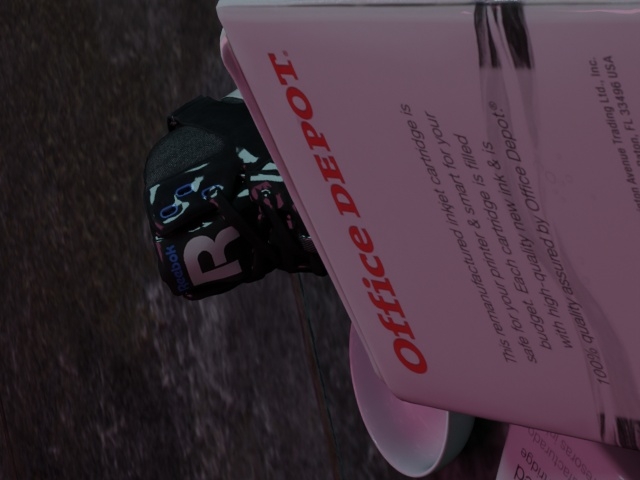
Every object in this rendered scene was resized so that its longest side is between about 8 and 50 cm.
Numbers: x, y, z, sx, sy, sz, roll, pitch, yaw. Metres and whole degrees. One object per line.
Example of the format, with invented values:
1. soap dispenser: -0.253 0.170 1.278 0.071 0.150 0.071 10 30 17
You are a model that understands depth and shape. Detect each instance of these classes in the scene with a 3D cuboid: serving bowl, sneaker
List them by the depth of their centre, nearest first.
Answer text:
1. sneaker: 0.000 0.000 0.728 0.217 0.121 0.079 45 160 56
2. serving bowl: 0.044 0.058 0.781 0.083 0.027 0.083 33 128 57

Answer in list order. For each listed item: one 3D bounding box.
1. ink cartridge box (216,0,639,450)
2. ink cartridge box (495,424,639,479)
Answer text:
1. ink cartridge box: 0.089 -0.021 0.489 0.203 0.086 0.148 9 133 46
2. ink cartridge box: 0.120 0.158 0.593 0.154 0.093 0.212 52 144 43
